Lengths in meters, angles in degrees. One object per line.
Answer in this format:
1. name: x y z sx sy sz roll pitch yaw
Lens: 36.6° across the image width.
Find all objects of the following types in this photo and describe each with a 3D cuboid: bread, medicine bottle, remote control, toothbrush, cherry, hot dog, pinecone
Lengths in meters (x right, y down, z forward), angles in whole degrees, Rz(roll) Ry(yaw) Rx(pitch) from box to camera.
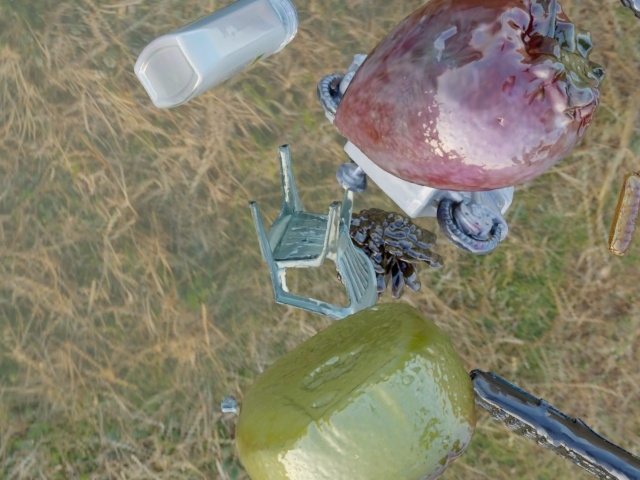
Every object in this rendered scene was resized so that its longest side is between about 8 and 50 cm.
1. bread: 0.034 0.185 1.015 0.270 0.270 0.148 -33 103 -8
2. medicine bottle: -0.173 -0.356 1.747 0.324 0.179 0.124 -38 99 -44
3. remote control: 0.397 0.312 1.489 0.399 0.144 0.062 30 80 9
4. toothbrush: -0.113 0.202 1.191 0.019 0.219 0.016 -4 83 -6
5. cherry: 0.126 -0.134 0.871 0.250 0.175 0.192 -13 76 20
6. hot dog: 0.500 -0.045 1.571 0.038 0.062 0.144 15 97 19
7. pinecone: 0.130 0.031 2.029 0.202 0.229 0.201 27 108 -45

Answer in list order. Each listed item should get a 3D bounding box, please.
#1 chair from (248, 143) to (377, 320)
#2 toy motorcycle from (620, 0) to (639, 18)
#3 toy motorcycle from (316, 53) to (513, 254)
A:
1. chair: 0.000 0.000 1.718 0.191 0.203 0.274 7 132 15
2. toy motorcycle: 0.200 -0.231 0.526 0.122 0.080 0.215 22 100 2
3. toy motorcycle: 0.116 -0.096 1.048 0.260 0.110 0.171 47 41 13
